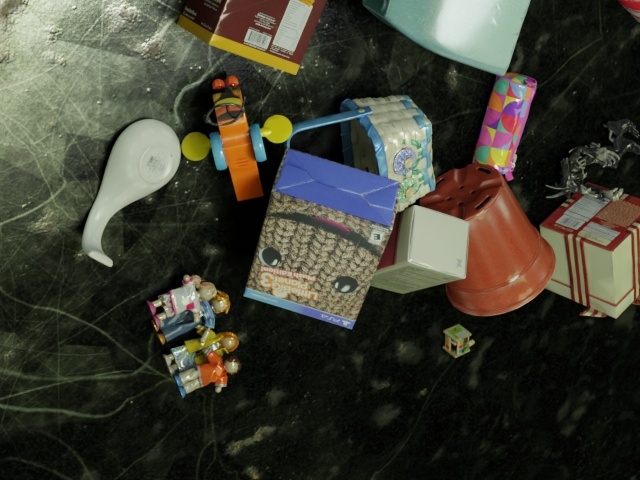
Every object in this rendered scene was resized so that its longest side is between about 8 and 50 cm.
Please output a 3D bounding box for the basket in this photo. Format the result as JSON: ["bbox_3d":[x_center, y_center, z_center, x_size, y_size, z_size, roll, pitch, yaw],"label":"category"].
[{"bbox_3d":[0.078,-0.158,1.840,0.289,0.201,0.254,-18,133,-7],"label":"basket"}]

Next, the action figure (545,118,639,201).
[{"bbox_3d":[0.699,-0.185,2.328,0.276,0.141,0.164,-40,138,-14],"label":"action figure"}]

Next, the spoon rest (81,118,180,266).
[{"bbox_3d":[-0.349,-0.092,1.665,0.137,0.084,0.276,37,78,-45],"label":"spoon rest"}]

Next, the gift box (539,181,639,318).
[{"bbox_3d":[0.710,0.040,2.398,0.276,0.255,0.258,-35,130,-22],"label":"gift box"}]

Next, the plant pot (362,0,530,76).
[{"bbox_3d":[0.227,-0.478,1.742,0.252,0.247,0.247,7,112,-21],"label":"plant pot"}]

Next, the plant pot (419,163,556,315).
[{"bbox_3d":[0.366,-0.014,2.116,0.272,0.272,0.265,-40,125,-10],"label":"plant pot"}]

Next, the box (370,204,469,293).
[{"bbox_3d":[0.187,0.024,1.971,0.149,0.232,0.126,16,71,-27],"label":"box"}]

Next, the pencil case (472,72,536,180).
[{"bbox_3d":[0.422,-0.263,2.104,0.104,0.104,0.236,-8,120,-33],"label":"pencil case"}]

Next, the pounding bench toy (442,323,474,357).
[{"bbox_3d":[0.362,0.270,2.388,0.052,0.083,0.065,-20,126,-26],"label":"pounding bench toy"}]

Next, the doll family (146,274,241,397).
[{"bbox_3d":[-0.251,0.180,1.883,0.163,0.118,0.262,-22,109,-17],"label":"doll family"}]

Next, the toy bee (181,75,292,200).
[{"bbox_3d":[-0.147,-0.213,1.692,0.195,0.162,0.298,0,148,-20],"label":"toy bee"}]

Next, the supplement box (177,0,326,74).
[{"bbox_3d":[-0.110,-0.419,1.596,0.191,0.129,0.194,12,108,-40],"label":"supplement box"}]

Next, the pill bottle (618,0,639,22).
[{"bbox_3d":[0.583,-0.570,1.682,0.408,0.229,0.229,24,101,-43],"label":"pill bottle"}]

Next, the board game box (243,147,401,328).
[{"bbox_3d":[0.000,0.000,1.790,0.232,0.141,0.291,17,133,-1],"label":"board game box"}]
